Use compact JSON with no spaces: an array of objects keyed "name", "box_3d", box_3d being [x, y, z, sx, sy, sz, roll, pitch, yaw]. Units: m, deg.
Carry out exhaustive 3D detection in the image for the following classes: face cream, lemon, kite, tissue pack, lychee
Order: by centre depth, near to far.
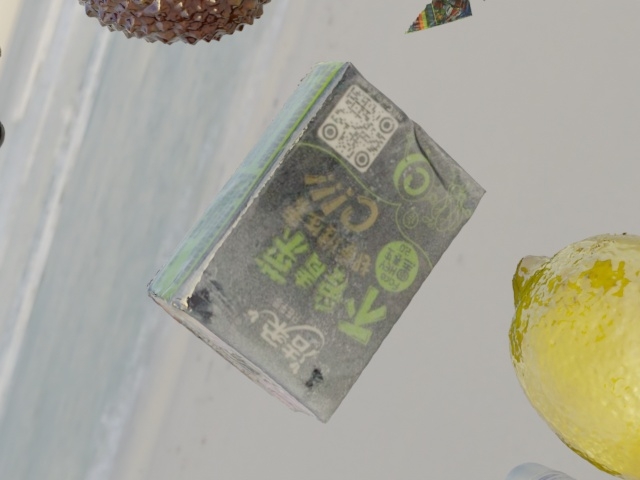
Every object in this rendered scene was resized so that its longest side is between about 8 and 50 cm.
[{"name":"lemon","box_3d":[0.327,0.119,1.469,0.320,0.245,0.245,40,121,29]},{"name":"face cream","box_3d":[0.275,0.312,1.690,0.250,0.077,0.077,125,161,-84]},{"name":"lychee","box_3d":[-0.194,-0.355,1.746,0.267,0.268,0.267,-163,90,-76]},{"name":"kite","box_3d":[0.155,-0.305,1.788,0.004,0.090,0.122,-101,33,-59]},{"name":"tissue pack","box_3d":[0.000,0.000,1.857,0.394,0.288,0.124,-55,23,-13]}]

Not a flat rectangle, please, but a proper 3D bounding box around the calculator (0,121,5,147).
[{"name":"calculator","box_3d":[-0.497,-0.121,1.643,0.177,0.268,0.040,-45,47,32]}]
